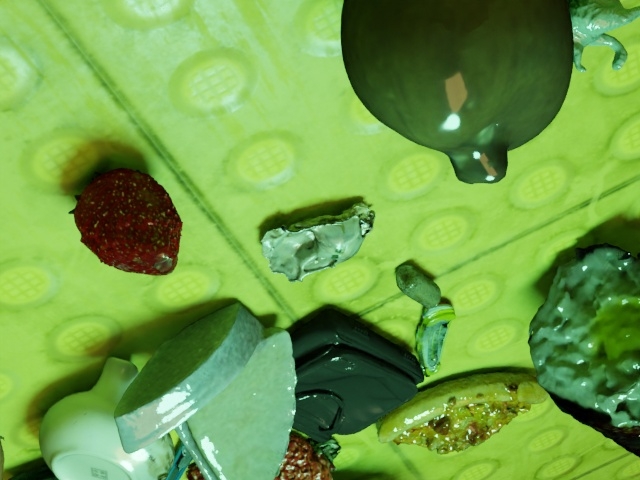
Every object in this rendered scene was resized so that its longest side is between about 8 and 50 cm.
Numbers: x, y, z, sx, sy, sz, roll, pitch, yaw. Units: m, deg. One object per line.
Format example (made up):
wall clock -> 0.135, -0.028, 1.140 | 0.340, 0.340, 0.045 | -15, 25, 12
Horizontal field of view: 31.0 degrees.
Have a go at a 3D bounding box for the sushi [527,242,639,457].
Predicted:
sushi -> 0.506, 0.183, 1.852 | 0.294, 0.281, 0.299 | 31, 76, -54

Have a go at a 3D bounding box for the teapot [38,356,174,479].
teapot -> -0.318, 0.304, 1.733 | 0.204, 0.139, 0.298 | 16, 138, -4

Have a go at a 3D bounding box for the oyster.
oyster -> 0.001, 0.003, 1.587 | 0.165, 0.053, 0.108 | -11, 124, -4

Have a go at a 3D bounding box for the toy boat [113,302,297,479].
toy boat -> -0.141, 0.236, 1.685 | 0.293, 0.111, 0.276 | 44, 72, -37

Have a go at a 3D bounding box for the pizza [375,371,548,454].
pizza -> 0.255, 0.328, 2.097 | 0.335, 0.086, 0.226 | -12, 141, -16

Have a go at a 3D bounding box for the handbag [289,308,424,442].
handbag -> 0.012, 0.230, 1.853 | 0.244, 0.088, 0.275 | -34, 143, 21

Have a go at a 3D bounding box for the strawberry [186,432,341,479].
strawberry -> -0.085, 0.426, 2.023 | 0.286, 0.106, 0.188 | -7, 139, -19

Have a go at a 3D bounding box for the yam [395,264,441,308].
yam -> 0.149, 0.070, 1.754 | 0.043, 0.043, 0.094 | -36, 143, 18

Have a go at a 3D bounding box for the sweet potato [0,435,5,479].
sweet potato -> -0.499, 0.272, 1.656 | 0.072, 0.066, 0.314 | -20, 141, -14

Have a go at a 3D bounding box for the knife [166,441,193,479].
knife -> -0.245, 0.396, 1.970 | 0.044, 0.026, 0.296 | -9, 142, -37

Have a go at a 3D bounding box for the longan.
longan -> 0.142, -0.205, 1.219 | 0.243, 0.300, 0.300 | -10, 154, 35

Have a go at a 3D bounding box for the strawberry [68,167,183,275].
strawberry -> -0.224, -0.010, 1.373 | 0.131, 0.148, 0.131 | -13, 143, -10

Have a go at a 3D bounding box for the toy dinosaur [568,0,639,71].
toy dinosaur -> 0.375, -0.281, 1.401 | 0.383, 0.076, 0.129 | -39, 117, 10

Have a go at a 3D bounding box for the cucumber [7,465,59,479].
cucumber -> -0.431, 0.391, 1.840 | 0.115, 0.062, 0.116 | -19, 150, -2

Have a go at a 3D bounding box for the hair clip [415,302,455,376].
hair clip -> 0.187, 0.157, 1.889 | 0.060, 0.033, 0.188 | -14, 140, -15
